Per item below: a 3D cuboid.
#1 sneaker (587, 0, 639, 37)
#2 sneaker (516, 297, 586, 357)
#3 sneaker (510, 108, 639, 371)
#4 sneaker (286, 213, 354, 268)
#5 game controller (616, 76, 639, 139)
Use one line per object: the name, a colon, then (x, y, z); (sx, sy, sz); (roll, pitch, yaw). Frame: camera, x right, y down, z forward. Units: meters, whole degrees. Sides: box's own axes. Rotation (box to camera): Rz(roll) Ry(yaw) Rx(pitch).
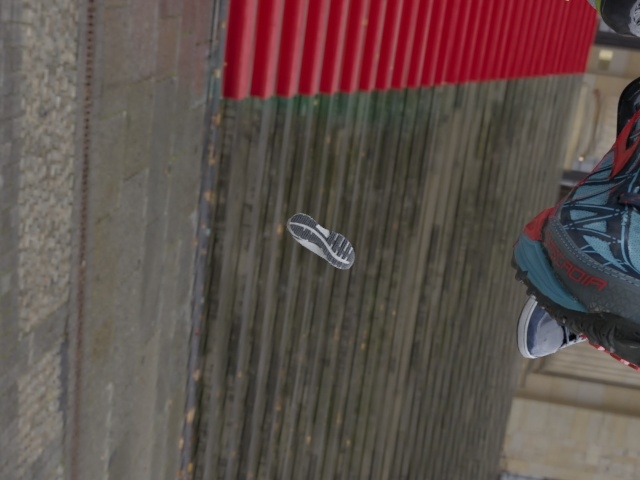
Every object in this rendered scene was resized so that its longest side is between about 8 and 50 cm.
sneaker: (0.276, -0.245, 0.588); (0.084, 0.234, 0.097); (41, 17, -52)
sneaker: (0.383, 0.102, 1.133); (0.226, 0.163, 0.086); (-23, 106, -38)
sneaker: (0.175, -0.034, 0.410); (0.262, 0.104, 0.125); (-45, 161, -55)
sneaker: (0.000, 0.000, 1.126); (0.040, 0.109, 0.044); (-55, -165, -13)
game controller: (0.670, -0.257, 1.493); (0.166, 0.319, 0.067); (78, -14, -49)
